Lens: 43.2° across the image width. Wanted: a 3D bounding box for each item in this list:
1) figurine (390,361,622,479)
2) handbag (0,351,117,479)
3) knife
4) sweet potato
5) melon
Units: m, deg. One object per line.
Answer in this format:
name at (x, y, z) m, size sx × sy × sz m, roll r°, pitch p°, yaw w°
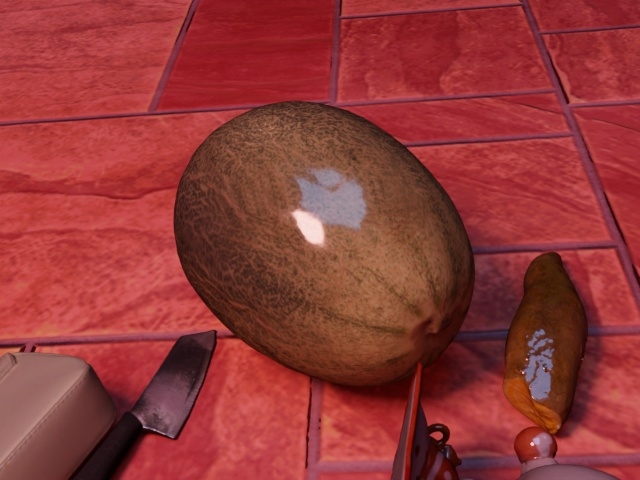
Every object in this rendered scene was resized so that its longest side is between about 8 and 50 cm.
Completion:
figurine at (0.161, 0.217, 0.582) m, size 0.226 × 0.160 × 0.183 m, roll 9°, pitch 41°, yaw 6°
handbag at (-0.329, 0.200, 0.729) m, size 0.219 × 0.079 × 0.256 m, roll 1°, pitch 36°, yaw 34°
knife at (-0.156, 0.162, 0.787) m, size 0.060 × 0.028 × 0.230 m, roll 18°, pitch 40°, yaw 10°
sweet potato at (0.221, 0.076, 0.789) m, size 0.077 × 0.077 × 0.244 m, roll 6°, pitch 41°, yaw 16°
melon at (0.000, 0.000, 0.783) m, size 0.248 × 0.248 × 0.329 m, roll -32°, pitch 49°, yaw -28°
